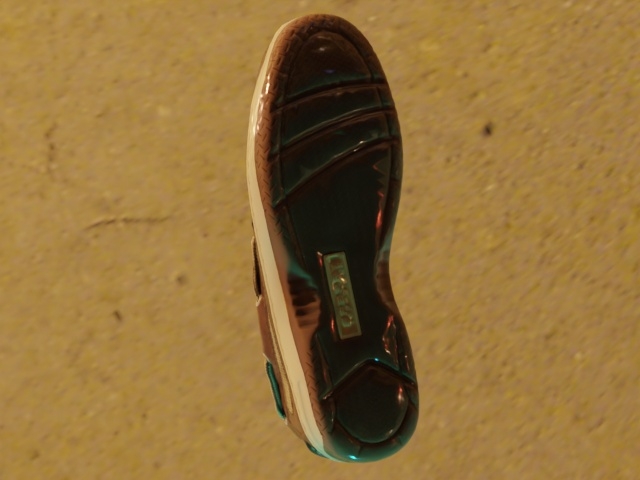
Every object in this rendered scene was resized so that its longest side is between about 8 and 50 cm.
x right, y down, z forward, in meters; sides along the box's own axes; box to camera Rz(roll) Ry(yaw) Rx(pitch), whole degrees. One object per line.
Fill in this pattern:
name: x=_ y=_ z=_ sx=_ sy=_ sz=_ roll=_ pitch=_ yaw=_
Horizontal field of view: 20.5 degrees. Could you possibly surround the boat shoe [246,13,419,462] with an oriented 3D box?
boat shoe: x=-0.007 y=0.001 z=1.032 sx=0.095 sy=0.095 sz=0.257 roll=171 pitch=96 yaw=-66
